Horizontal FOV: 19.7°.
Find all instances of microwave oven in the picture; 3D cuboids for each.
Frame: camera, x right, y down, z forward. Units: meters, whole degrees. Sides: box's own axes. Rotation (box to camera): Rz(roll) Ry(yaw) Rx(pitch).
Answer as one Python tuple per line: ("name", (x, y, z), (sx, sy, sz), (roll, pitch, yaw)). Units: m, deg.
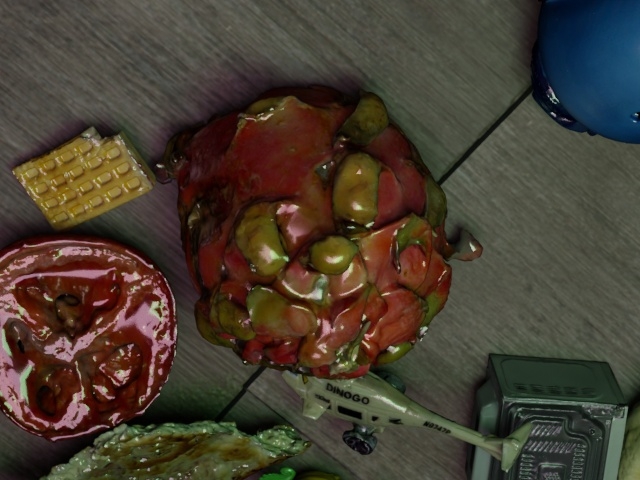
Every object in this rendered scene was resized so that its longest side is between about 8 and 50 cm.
("microwave oven", (0.245, 0.246, 2.026), (0.162, 0.122, 0.208), (4, 110, -5))

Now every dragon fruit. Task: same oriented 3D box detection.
("dragon fruit", (0.000, 0.000, 1.849), (0.314, 0.263, 0.296), (-16, 110, 4))

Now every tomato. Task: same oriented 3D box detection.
("tomato", (-0.265, 0.096, 1.953), (0.228, 0.101, 0.228), (0, 93, -6))

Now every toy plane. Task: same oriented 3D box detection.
("toy plane", (0.085, 0.180, 1.968), (0.286, 0.092, 0.108), (22, 149, 19))

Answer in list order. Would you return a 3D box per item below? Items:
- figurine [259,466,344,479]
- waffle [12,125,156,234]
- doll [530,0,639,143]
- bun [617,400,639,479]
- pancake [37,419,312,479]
("figurine", (0.007, 0.293, 2.047), (0.156, 0.095, 0.115), (39, 114, -20))
("waffle", (-0.246, -0.067, 1.924), (0.135, 0.021, 0.092), (-26, 108, 24))
("doll", (0.303, -0.240, 1.794), (0.284, 0.240, 0.310), (-27, 111, 33))
("bun", (0.452, 0.252, 2.017), (0.244, 0.153, 0.243), (10, 122, 16))
("pancake", (-0.195, 0.253, 1.990), (0.377, 0.054, 0.197), (-16, 149, -2))
